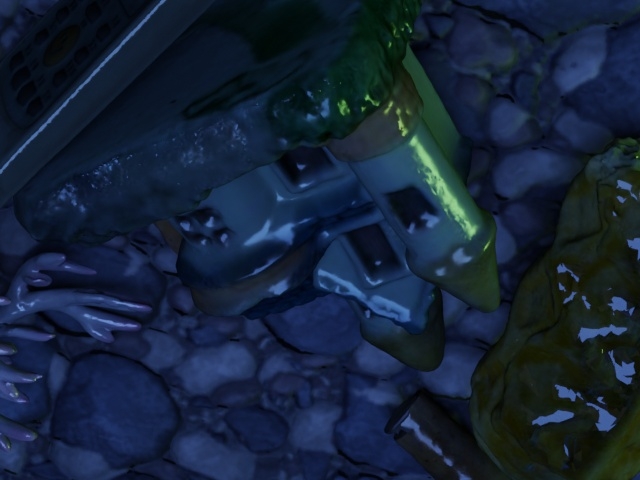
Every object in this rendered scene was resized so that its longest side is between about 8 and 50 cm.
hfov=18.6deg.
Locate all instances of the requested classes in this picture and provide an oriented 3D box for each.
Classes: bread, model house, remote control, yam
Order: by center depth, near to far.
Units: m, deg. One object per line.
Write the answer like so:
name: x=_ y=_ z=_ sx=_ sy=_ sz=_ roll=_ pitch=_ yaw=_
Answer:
remote control: x=-0.139 y=-0.133 z=1.235 sx=0.285 sy=0.123 sz=0.038 roll=-42 pitch=121 yaw=9
model house: x=0.000 y=0.000 z=1.310 sx=0.267 sy=0.194 sz=0.325 roll=-20 pitch=123 yaw=24
bread: x=0.204 y=0.059 z=1.359 sx=0.152 sy=0.130 sz=0.268 roll=21 pitch=112 yaw=-12
yam: x=0.152 y=0.212 z=1.467 sx=0.264 sy=0.046 sz=0.046 roll=43 pitch=109 yaw=-12

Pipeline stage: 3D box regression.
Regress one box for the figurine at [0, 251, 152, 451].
figurine: x=-0.302 y=0.008 z=1.360 sx=0.284 sy=0.206 sz=0.316 roll=-7 pitch=115 yaw=19
